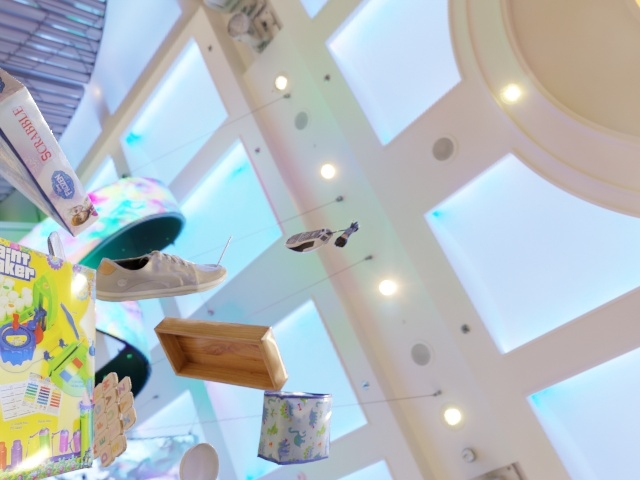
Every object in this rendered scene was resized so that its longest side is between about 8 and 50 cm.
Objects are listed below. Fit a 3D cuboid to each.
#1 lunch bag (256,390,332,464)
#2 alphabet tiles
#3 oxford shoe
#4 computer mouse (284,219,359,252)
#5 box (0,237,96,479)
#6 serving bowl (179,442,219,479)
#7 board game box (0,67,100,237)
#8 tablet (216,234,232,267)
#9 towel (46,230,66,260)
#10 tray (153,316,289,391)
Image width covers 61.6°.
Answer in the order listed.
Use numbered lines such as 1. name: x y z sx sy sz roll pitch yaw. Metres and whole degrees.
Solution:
1. lunch bag: -0.040 0.363 1.053 0.096 0.151 0.128 -9 -108 52
2. alphabet tiles: -0.714 0.600 1.812 0.278 0.021 0.284 -42 -128 24
3. oxford shoe: -0.472 0.096 1.649 0.169 0.449 0.130 12 -79 43
4. computer mouse: 0.000 0.000 1.351 0.193 0.106 0.042 -11 -65 28
5. box: -0.426 0.149 0.639 0.177 0.290 0.279 -8 -107 9
6. serving bowl: -0.214 0.393 0.929 0.027 0.083 0.083 -14 -100 33
7. board game box: -0.547 -0.191 0.906 0.318 0.066 0.318 34 -27 20
8. tablet: -0.251 0.027 1.398 0.083 0.006 0.054 -70 -170 -24
9. towel: -0.891 0.094 1.851 0.336 0.040 0.243 15 -63 65
10. tray: -0.312 0.349 1.677 0.411 0.076 0.202 1 -59 29
